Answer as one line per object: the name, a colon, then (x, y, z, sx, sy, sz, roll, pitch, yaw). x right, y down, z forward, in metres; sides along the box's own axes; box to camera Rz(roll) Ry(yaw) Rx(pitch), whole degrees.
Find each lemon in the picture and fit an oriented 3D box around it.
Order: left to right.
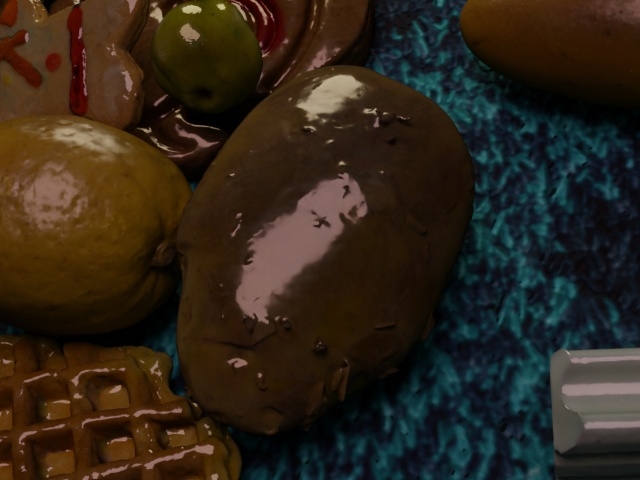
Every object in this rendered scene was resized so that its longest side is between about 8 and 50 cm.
lemon: (-0.195, -0.013, 0.866, 0.207, 0.170, 0.170, 14, 59, 14)

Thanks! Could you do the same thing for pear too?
pear: (-0.091, -0.148, 0.928, 0.092, 0.092, 0.097, 1, 49, 15)

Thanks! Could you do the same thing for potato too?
potato: (0.000, 0.000, 0.822, 0.192, 0.141, 0.296, 20, 65, 8)

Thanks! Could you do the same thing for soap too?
soap: (0.239, 0.115, 0.696, 0.198, 0.119, 0.066, -3, 52, 12)

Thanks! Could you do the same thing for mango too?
mango: (0.230, -0.170, 0.910, 0.253, 0.113, 0.138, 9, 61, 28)

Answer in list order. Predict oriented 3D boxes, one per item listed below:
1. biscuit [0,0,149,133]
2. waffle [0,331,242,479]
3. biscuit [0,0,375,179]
biscuit: (-0.238, -0.133, 0.969, 0.234, 0.030, 0.153, -6, 77, 31)
waffle: (-0.207, 0.188, 0.794, 0.301, 0.058, 0.281, 6, 57, 17)
biscuit: (-0.134, -0.185, 1.042, 0.367, 0.063, 0.314, -12, 52, 4)
